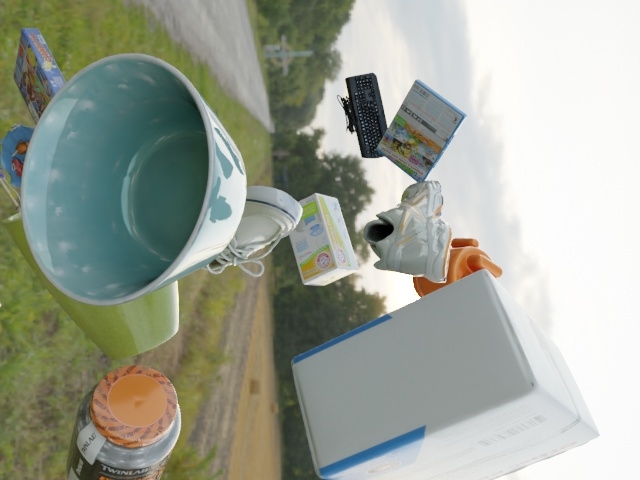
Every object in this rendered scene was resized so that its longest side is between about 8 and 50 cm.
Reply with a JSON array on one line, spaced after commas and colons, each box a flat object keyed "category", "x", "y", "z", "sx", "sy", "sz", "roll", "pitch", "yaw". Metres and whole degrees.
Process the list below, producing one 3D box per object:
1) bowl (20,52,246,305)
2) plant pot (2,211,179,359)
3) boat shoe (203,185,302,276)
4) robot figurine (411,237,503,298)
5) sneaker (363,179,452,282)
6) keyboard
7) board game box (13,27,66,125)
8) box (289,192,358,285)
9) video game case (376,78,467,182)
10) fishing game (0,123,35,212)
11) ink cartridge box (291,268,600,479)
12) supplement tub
[{"category": "bowl", "x": -0.222, "y": -0.068, "z": 0.963, "sx": 0.163, "sy": 0.312, "sz": 0.311, "roll": 13, "pitch": 72, "yaw": -62}, {"category": "plant pot", "x": -0.369, "y": 0.050, "z": 1.312, "sx": 0.275, "sy": 0.275, "sz": 0.293, "roll": -106, "pitch": 176, "yaw": -77}, {"category": "boat shoe", "x": -0.172, "y": 0.004, "z": 1.499, "sx": 0.367, "sy": 0.136, "sz": 0.156, "roll": -16, "pitch": -135, "yaw": 55}, {"category": "robot figurine", "x": 0.277, "y": 0.079, "z": 1.544, "sx": 0.219, "sy": 0.128, "sz": 0.158, "roll": -8, "pitch": -86, "yaw": 60}, {"category": "sneaker", "x": 0.125, "y": -0.028, "z": 1.123, "sx": 0.262, "sy": 0.121, "sz": 0.099, "roll": -86, "pitch": 180, "yaw": -67}, {"category": "keyboard", "x": 0.100, "y": -0.277, "z": 1.652, "sx": 0.038, "sy": 0.100, "sz": 0.192, "roll": -172, "pitch": -111, "yaw": -83}, {"category": "board game box", "x": -0.554, "y": -0.303, "z": 1.469, "sx": 0.201, "sy": 0.035, "sz": 0.136, "roll": 59, "pitch": -41, "yaw": 20}, {"category": "box", "x": 0.000, "y": 0.000, "z": 1.844, "sx": 0.103, "sy": 0.114, "sz": 0.203, "roll": 9, "pitch": 61, "yaw": -56}, {"category": "video game case", "x": 0.189, "y": -0.204, "z": 1.400, "sx": 0.015, "sy": 0.119, "sz": 0.166, "roll": -30, "pitch": 155, "yaw": -51}, {"category": "fishing game", "x": -0.660, "y": -0.172, "z": 1.679, "sx": 0.189, "sy": 0.264, "sz": 0.041, "roll": 64, "pitch": 31, "yaw": -13}, {"category": "ink cartridge box", "x": 0.188, "y": 0.224, "z": 1.020, "sx": 0.395, "sy": 0.285, "sz": 0.166, "roll": 37, "pitch": 31, "yaw": -54}, {"category": "supplement tub", "x": -0.382, "y": 0.385, "z": 1.428, "sx": 0.316, "sy": 0.194, "sz": 0.193, "roll": 117, "pitch": -24, "yaw": -46}]
